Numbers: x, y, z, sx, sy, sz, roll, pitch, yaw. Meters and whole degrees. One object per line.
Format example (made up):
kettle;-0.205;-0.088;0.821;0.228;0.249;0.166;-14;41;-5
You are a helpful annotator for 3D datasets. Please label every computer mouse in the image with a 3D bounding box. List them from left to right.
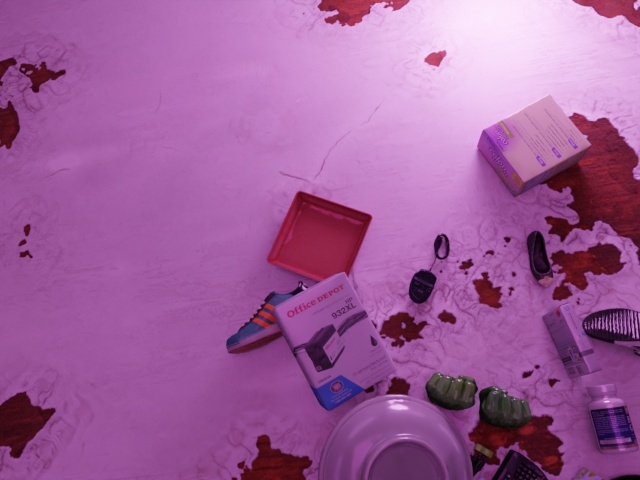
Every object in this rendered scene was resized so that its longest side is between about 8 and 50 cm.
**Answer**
computer mouse;0.330;0.085;1.640;0.071;0.041;0.242;28;70;5

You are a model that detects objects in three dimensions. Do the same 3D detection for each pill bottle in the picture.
pill bottle;0.762;0.468;1.429;0.094;0.094;0.169;-9;71;3

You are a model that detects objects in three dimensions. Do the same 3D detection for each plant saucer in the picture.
plant saucer;0.000;0.000;1.694;0.259;0.047;0.258;19;75;13
plant saucer;0.197;0.585;1.326;0.401;0.100;0.399;2;79;-8

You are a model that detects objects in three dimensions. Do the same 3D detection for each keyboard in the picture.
keyboard;0.440;0.693;1.422;0.202;0.033;0.317;33;77;16

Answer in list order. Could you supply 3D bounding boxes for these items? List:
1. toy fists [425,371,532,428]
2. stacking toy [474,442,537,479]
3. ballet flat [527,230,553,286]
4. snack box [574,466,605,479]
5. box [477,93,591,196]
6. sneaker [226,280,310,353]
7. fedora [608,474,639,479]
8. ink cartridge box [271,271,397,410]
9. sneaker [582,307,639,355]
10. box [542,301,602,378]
toy fists;0.420;0.427;1.454;0.279;0.142;0.096;18;74;11
stacking toy;0.459;0.651;1.391;0.221;0.052;0.166;30;77;15
ballet flat;0.648;0.054;1.605;0.058;0.049;0.173;-10;71;4
snack box;0.672;0.661;1.372;0.141;0.100;0.037;-48;111;-11
box;0.656;-0.293;1.686;0.243;0.117;0.213;-29;71;-5
sneaker;-0.151;0.227;1.608;0.302;0.108;0.121;-26;70;-12
fedora;0.797;0.746;1.301;0.335;0.152;0.333;-2;72;5
ink cartridge box;0.033;0.272;1.500;0.223;0.129;0.307;-28;87;-12
sneaker;0.894;0.272;1.472;0.331;0.146;0.122;1;41;30
box;0.679;0.274;1.477;0.038;0.145;0.186;-18;70;-3
